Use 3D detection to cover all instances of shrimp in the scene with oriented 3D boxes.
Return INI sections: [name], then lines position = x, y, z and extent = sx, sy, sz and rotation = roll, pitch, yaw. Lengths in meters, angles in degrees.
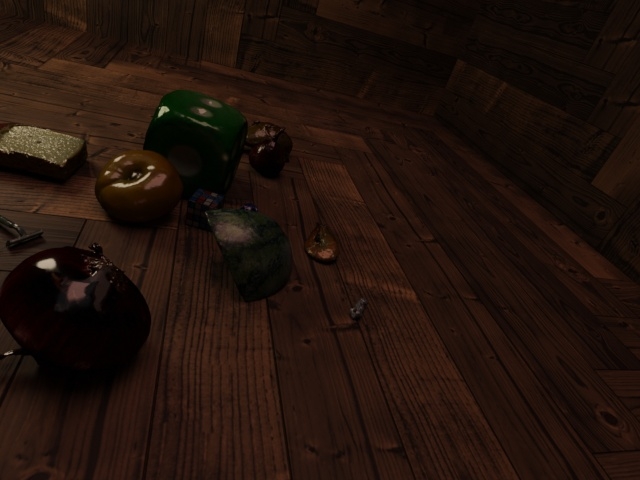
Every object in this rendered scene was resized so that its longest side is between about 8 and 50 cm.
[shrimp]
position = 0.000, -0.002, 1.401
extent = 0.115, 0.051, 0.217
rotation = 7, 36, -15

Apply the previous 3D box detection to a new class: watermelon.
[watermelon]
position = -0.180, 0.037, 1.158
extent = 0.260, 0.255, 0.176
rotation = -6, -5, -23

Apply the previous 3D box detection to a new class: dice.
[dice]
position = -0.434, -0.336, 1.458
extent = 0.287, 0.297, 0.300
rotation = 17, 31, -6

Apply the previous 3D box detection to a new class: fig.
[fig]
position = -0.215, -0.354, 1.728
extent = 0.148, 0.202, 0.149
rotation = -22, 84, -30

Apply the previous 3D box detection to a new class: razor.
[razor]
position = -0.828, -0.055, 1.063
extent = 0.211, 0.035, 0.084
rotation = 28, 31, 14

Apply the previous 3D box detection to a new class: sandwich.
[sandwich]
position = -0.913, -0.285, 1.325
extent = 0.251, 0.087, 0.226
rotation = 13, 35, -14

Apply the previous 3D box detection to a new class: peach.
[peach]
position = -0.549, -0.163, 1.250
extent = 0.252, 0.153, 0.251
rotation = -3, 56, 4

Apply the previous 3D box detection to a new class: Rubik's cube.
[Rubik's cube]
position = -0.367, -0.097, 1.314
extent = 0.092, 0.092, 0.092
rotation = 16, 32, -2

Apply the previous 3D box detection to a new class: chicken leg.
[chicken leg]
position = -0.302, -0.485, 1.903
extent = 0.362, 0.140, 0.211
rotation = 10, 41, -21

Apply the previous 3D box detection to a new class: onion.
[onion]
position = -0.483, 0.153, 0.798
extent = 0.273, 0.285, 0.273
rotation = 42, 0, 0

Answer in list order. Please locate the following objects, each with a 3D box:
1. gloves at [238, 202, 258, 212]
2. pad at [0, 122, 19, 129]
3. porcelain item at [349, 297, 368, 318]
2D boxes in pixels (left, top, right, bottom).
[gloves]
position = -0.249, -0.103, 1.447
extent = 0.064, 0.026, 0.086
rotation = 27, 32, 9
[pad]
position = -1.078, -0.345, 1.412
extent = 0.267, 0.004, 0.181
rotation = 35, 36, 24
[porcelain item]
position = 0.110, 0.196, 1.174
extent = 0.036, 0.028, 0.083
rotation = 13, 29, 24
